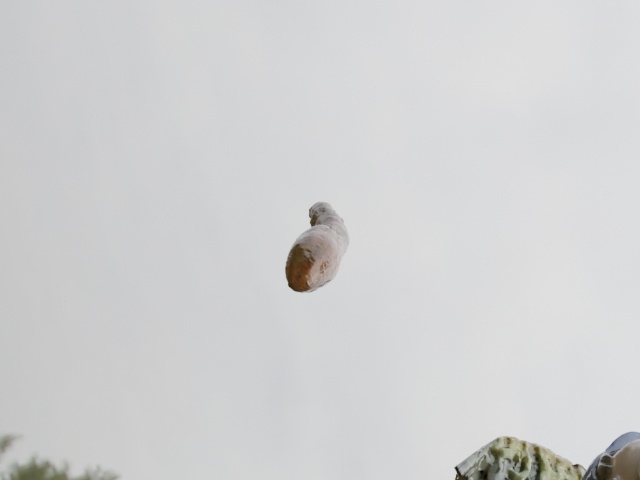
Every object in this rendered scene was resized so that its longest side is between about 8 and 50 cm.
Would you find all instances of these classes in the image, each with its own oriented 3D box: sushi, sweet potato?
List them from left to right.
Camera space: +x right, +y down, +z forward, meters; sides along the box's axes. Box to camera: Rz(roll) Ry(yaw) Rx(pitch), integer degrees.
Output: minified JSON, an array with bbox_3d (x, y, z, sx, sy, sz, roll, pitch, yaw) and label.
[{"bbox_3d":[0.000,0.000,1.220,0.214,0.050,0.050,-69,149,-71],"label":"sweet potato"},{"bbox_3d":[0.287,0.390,1.863,0.274,0.184,0.139,30,-42,-5],"label":"sushi"}]

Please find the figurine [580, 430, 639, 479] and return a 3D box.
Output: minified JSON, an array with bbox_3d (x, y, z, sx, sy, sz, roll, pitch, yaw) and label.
[{"bbox_3d":[0.215,0.150,0.798,0.136,0.077,0.079,144,-46,-65],"label":"figurine"}]
